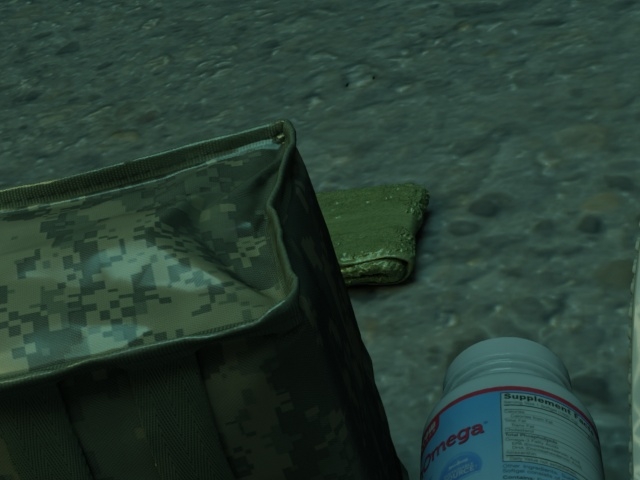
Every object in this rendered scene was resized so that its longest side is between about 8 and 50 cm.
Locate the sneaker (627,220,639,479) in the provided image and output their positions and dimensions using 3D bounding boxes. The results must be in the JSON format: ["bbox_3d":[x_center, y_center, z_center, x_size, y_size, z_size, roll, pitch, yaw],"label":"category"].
[{"bbox_3d":[0.207,0.092,0.527,0.161,0.102,0.282,-2,63,16],"label":"sneaker"}]

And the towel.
[{"bbox_3d":[0.000,0.000,0.893,0.148,0.027,0.110,-8,31,18],"label":"towel"}]

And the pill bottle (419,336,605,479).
[{"bbox_3d":[0.089,0.119,0.598,0.087,0.087,0.160,-10,31,12],"label":"pill bottle"}]

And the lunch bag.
[{"bbox_3d":[-0.117,0.103,0.581,0.287,0.235,0.169,-13,34,7],"label":"lunch bag"}]
